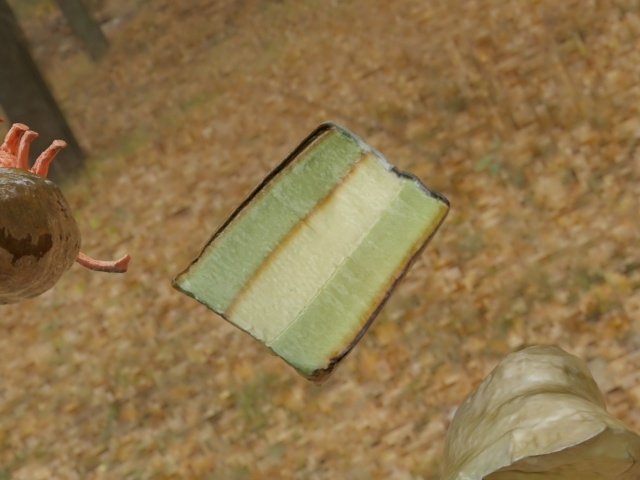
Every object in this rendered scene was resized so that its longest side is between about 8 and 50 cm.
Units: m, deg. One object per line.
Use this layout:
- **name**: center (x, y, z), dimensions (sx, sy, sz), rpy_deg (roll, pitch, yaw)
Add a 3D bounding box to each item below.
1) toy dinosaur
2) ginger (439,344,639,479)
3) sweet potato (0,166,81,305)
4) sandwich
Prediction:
- **toy dinosaur**: center (-0.307, -0.067, 1.541), dimensions (0.101, 0.280, 0.055), rpy_deg (-59, -7, 15)
- **ginger**: center (0.138, 0.110, 0.894), dimensions (0.193, 0.115, 0.122), rpy_deg (133, 152, -64)
- **sweet potato**: center (-0.200, -0.006, 0.933), dimensions (0.097, 0.097, 0.292), rpy_deg (-29, 3, -12)
- **sandwich**: center (0.000, 0.000, 0.943), dimensions (0.144, 0.117, 0.187), rpy_deg (-56, -4, 2)
